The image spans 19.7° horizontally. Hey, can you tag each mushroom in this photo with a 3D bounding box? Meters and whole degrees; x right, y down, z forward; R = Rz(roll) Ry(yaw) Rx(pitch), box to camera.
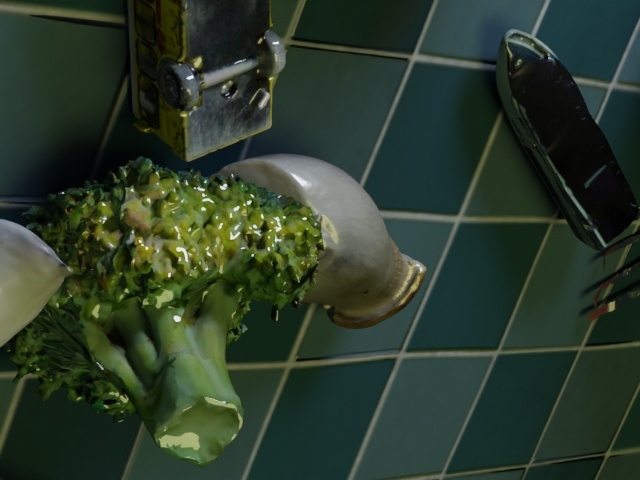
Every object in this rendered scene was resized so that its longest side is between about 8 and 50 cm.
[{"bbox_3d":[0.000,0.000,1.275,0.116,0.093,0.225,-38,157,22],"label":"mushroom"}]

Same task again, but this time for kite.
[{"bbox_3d":[0.317,-0.001,1.662,0.229,0.016,0.127,-27,132,-35],"label":"kite"}]

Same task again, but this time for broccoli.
[{"bbox_3d":[-0.089,0.056,1.114,0.219,0.194,0.194,-32,141,4],"label":"broccoli"}]

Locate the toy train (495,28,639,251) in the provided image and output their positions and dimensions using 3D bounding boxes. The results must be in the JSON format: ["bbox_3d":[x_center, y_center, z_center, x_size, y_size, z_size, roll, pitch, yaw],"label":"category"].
[{"bbox_3d":[0.180,-0.086,1.426,0.055,0.048,0.252,-43,136,-6],"label":"toy train"}]

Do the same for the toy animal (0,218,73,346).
[{"bbox_3d":[-0.288,0.129,0.939,0.196,0.241,0.368,12,109,-52],"label":"toy animal"}]

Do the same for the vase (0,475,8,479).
[{"bbox_3d":[-0.177,0.221,1.251,0.096,0.096,0.219,-53,140,-2],"label":"vase"}]

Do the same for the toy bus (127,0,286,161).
[{"bbox_3d":[-0.071,-0.159,1.082,0.081,0.074,0.226,-27,135,-31],"label":"toy bus"}]
